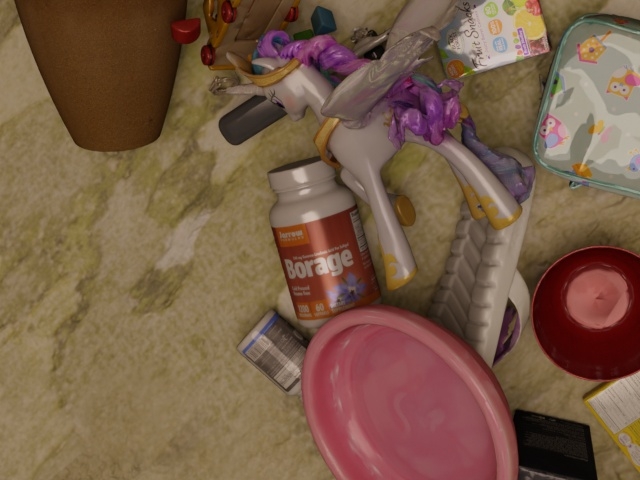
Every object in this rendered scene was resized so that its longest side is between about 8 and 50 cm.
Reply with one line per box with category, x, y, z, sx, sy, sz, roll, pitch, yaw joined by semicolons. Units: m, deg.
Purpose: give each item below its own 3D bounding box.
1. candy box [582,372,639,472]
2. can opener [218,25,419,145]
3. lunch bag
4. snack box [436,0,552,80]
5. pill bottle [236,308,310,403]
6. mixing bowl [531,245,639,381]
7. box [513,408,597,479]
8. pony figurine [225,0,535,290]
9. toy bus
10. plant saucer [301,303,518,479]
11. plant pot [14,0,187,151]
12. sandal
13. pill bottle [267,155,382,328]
candy box;0.463;0.266;1.699;0.105;0.027;0.206;-38;94;12
can opener;-0.005;-0.201;1.652;0.280;0.074;0.093;-27;97;14
lunch bag;0.409;-0.159;1.577;0.279;0.108;0.224;16;109;7
snack box;0.222;-0.275;1.619;0.141;0.037;0.100;-15;98;12
pill bottle;-0.043;0.168;1.734;0.137;0.078;0.078;42;105;-1
mixing bowl;0.370;0.086;1.639;0.181;0.098;0.182;2;102;9
box;0.296;0.338;1.648;0.108;0.207;0.153;12;103;6
pony figurine;0.089;-0.155;1.494;0.351;0.303;0.363;-32;103;39
toy bus;-0.102;-0.300;1.617;0.202;0.191;0.104;-22;68;17
plant saucer;0.123;0.229;1.599;0.332;0.084;0.332;22;125;35
plant pot;-0.281;-0.254;1.625;0.237;0.237;0.254;3;115;9
sandal;0.226;0.086;1.648;0.102;0.169;0.416;9;106;-21
pill bottle;0.000;0.000;1.669;0.121;0.121;0.216;-14;99;12
